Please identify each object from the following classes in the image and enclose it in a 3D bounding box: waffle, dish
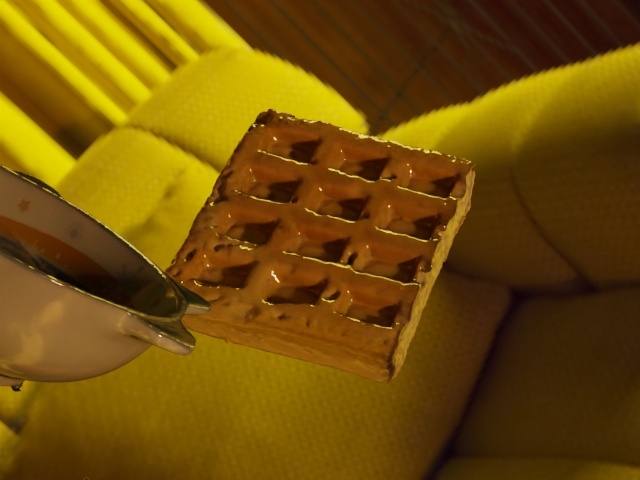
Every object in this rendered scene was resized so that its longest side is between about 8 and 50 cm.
[{"bbox_3d":[0.000,0.000,1.226,0.055,0.221,0.248,86,-156,-49],"label":"waffle"},{"bbox_3d":[-0.173,0.025,0.751,0.236,0.228,0.086,39,100,46],"label":"dish"}]

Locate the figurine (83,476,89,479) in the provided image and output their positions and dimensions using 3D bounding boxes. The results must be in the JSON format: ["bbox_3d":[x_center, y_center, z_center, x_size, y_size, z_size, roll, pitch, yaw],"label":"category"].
[{"bbox_3d":[-0.153,0.215,0.540,0.142,0.189,0.264,152,139,-75],"label":"figurine"}]
